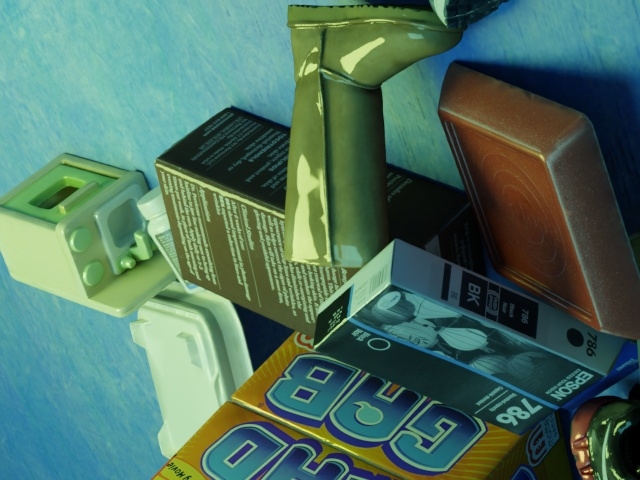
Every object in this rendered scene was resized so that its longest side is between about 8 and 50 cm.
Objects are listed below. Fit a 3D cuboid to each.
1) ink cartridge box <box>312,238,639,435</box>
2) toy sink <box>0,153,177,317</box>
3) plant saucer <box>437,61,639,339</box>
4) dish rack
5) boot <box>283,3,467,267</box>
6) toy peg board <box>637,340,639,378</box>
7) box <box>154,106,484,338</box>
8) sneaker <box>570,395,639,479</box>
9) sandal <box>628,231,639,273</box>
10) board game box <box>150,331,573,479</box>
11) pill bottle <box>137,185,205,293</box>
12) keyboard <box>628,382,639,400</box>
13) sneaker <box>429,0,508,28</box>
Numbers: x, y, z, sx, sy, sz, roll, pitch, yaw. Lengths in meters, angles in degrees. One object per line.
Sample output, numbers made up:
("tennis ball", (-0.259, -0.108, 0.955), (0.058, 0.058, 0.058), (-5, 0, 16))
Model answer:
("ink cartridge box", (0.175, 0.116, 1.870), (0.333, 0.065, 0.165), (22, 142, -19))
("toy sink", (-0.306, -0.013, 2.393), (0.234, 0.153, 0.131), (18, 135, 40))
("plant saucer", (0.213, -0.032, 1.782), (0.258, 0.048, 0.259), (33, 150, 58))
("dish rack", (-0.164, 0.201, 2.380), (0.333, 0.072, 0.285), (7, 111, 67))
("boot", (0.055, -0.105, 1.825), (0.236, 0.089, 0.269), (8, 101, 48))
("toy peg board", (0.397, 0.113, 1.782), (0.161, 0.079, 0.161), (38, 149, 45))
("box", (0.000, 0.000, 2.061), (0.381, 0.143, 0.191), (24, 139, 36))
("sneaker", (0.345, 0.289, 1.863), (0.135, 0.098, 0.276), (143, 114, -65))
("sandal", (0.383, 0.034, 1.675), (0.265, 0.102, 0.076), (24, 142, 37))
("board game box", (0.065, 0.364, 2.130), (0.356, 0.356, 0.356), (20, 142, 37))
("pill bottle", (-0.174, -0.007, 2.311), (0.078, 0.078, 0.137), (-10, 116, 53))
("keyboard", (0.399, 0.201, 1.886), (0.192, 0.038, 0.100), (14, 134, 40))
("sneaker", (0.131, -0.325, 1.629), (0.122, 0.110, 0.283), (46, 148, 36))
